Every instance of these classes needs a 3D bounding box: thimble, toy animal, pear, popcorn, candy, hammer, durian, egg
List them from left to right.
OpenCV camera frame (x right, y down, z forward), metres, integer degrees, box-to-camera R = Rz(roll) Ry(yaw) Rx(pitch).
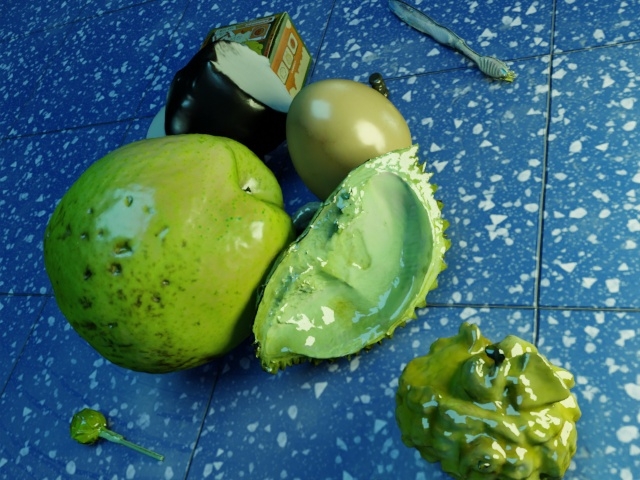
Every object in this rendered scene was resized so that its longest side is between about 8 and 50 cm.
[{"bbox_3d":[-0.338,0.330,1.010,0.194,0.062,0.058,13,21,25],"label":"candy"},{"bbox_3d":[-0.222,0.004,0.963,0.392,0.391,0.390,-14,53,19],"label":"pear"},{"bbox_3d":[-0.208,-0.206,1.164,0.310,0.251,0.250,-46,43,30],"label":"toy animal"},{"bbox_3d":[0.000,0.000,1.021,0.102,0.090,0.115,-37,47,2],"label":"thimble"},{"bbox_3d":[0.044,-0.161,1.016,0.201,0.244,0.201,-24,45,27],"label":"egg"},{"bbox_3d":[0.052,0.047,0.891,0.394,0.198,0.163,-46,51,-4],"label":"durian"},{"bbox_3d":[0.143,-0.193,1.114,0.029,0.058,0.292,-24,56,13],"label":"hammer"},{"bbox_3d":[0.198,0.196,0.729,0.218,0.169,0.189,28,76,32],"label":"popcorn"}]

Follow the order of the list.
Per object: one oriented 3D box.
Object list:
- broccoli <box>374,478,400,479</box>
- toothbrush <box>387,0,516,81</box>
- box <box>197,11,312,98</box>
[{"bbox_3d":[-0.058,0.413,0.712,0.362,0.221,0.251,-19,44,30],"label":"broccoli"},{"bbox_3d":[0.241,-0.409,1.211,0.413,0.042,0.035,53,128,42],"label":"toothbrush"},{"bbox_3d":[-0.148,-0.369,1.317,0.195,0.148,0.177,-2,59,28],"label":"box"}]
